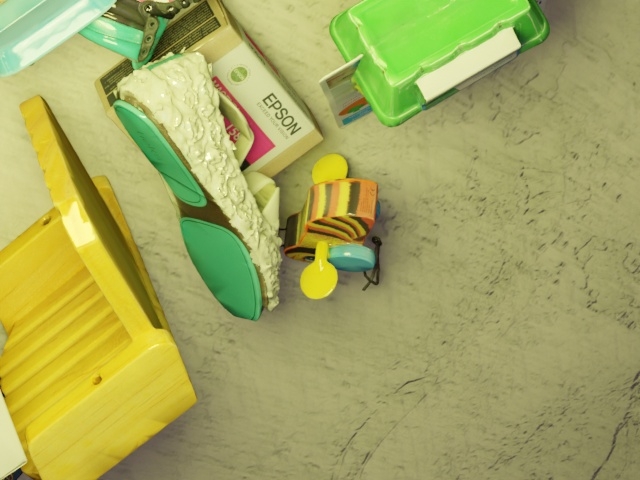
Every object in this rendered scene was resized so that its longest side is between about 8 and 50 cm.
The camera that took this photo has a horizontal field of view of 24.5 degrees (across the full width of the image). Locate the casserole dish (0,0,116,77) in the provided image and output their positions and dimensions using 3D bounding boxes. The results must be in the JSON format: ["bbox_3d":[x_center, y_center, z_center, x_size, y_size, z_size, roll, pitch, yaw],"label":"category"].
[{"bbox_3d":[-0.304,-0.246,1.607,0.188,0.037,0.114,-35,167,1],"label":"casserole dish"}]

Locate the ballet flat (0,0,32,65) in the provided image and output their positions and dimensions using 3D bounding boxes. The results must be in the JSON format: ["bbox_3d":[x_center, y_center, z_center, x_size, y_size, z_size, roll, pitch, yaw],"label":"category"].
[{"bbox_3d":[-0.392,-0.319,1.630,0.106,0.107,0.316,-41,133,2],"label":"ballet flat"}]

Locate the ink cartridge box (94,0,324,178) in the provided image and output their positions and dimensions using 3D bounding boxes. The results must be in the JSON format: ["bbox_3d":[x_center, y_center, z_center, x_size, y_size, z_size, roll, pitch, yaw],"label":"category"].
[{"bbox_3d":[-0.138,-0.164,1.871,0.193,0.088,0.235,-36,131,8],"label":"ink cartridge box"}]

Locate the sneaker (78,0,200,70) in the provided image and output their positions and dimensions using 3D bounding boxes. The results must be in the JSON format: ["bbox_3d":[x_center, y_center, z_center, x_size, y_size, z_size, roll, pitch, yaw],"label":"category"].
[{"bbox_3d":[-0.180,-0.287,1.727,0.295,0.124,0.178,2,121,-15],"label":"sneaker"}]

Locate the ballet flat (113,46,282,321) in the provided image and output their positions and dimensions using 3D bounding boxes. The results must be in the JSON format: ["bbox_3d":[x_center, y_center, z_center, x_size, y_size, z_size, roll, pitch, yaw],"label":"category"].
[{"bbox_3d":[-0.117,-0.068,1.818,0.147,0.147,0.409,-26,133,-3],"label":"ballet flat"}]

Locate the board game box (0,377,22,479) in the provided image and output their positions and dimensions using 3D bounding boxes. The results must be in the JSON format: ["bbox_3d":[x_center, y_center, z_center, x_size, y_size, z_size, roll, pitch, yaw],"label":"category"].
[{"bbox_3d":[-0.410,0.224,2.009,0.042,0.165,0.243,28,112,-37],"label":"board game box"}]

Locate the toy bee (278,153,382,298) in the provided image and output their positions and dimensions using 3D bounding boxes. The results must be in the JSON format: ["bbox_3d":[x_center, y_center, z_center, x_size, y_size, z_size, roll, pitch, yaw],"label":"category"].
[{"bbox_3d":[0.000,0.000,2.016,0.162,0.195,0.298,4,140,4],"label":"toy bee"}]

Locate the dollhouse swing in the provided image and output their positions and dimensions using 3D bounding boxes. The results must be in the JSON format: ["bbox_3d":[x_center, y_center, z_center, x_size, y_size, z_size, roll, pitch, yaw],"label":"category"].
[{"bbox_3d":[-0.343,0.062,1.784,0.315,0.347,0.305,-38,132,8],"label":"dollhouse swing"}]

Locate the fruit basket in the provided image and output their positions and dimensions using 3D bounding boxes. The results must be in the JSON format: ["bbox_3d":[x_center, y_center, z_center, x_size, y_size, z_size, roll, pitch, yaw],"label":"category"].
[{"bbox_3d":[0.155,-0.238,1.830,0.327,0.165,0.353,-30,167,1],"label":"fruit basket"}]

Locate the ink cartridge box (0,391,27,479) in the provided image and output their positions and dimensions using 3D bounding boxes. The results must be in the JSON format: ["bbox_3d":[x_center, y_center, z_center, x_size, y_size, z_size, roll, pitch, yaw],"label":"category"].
[{"bbox_3d":[-0.486,0.171,1.744,0.114,0.273,0.197,-33,125,-30],"label":"ink cartridge box"}]
